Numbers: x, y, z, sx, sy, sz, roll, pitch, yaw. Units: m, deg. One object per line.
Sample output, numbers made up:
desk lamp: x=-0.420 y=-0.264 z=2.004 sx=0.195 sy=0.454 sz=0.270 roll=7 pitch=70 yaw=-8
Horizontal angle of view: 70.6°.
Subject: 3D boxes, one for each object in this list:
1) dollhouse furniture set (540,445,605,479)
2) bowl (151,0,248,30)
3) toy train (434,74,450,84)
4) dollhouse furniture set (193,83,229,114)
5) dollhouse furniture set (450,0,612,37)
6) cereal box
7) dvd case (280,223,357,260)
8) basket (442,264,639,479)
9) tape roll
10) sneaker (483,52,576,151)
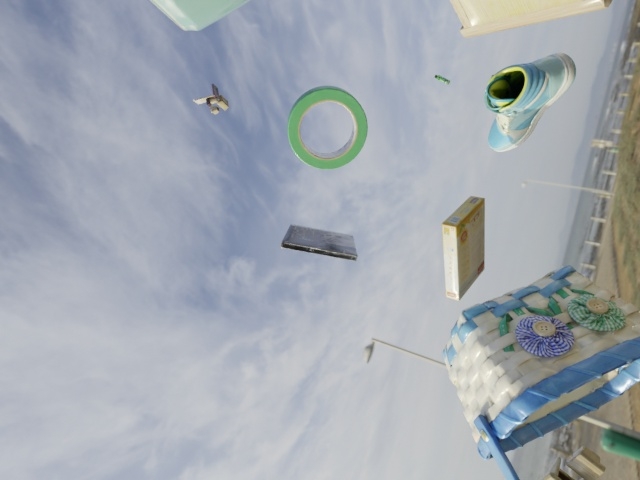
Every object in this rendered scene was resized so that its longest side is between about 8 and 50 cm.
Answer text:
dollhouse furniture set: x=0.377 y=0.309 z=0.533 sx=0.101 sy=0.160 sz=0.182 roll=-29 pitch=-33 yaw=-51
bowl: x=-0.325 y=-0.598 z=1.008 sx=0.163 sy=0.311 sz=0.311 roll=-48 pitch=-29 yaw=5
toy train: x=0.454 y=-0.601 z=1.686 sx=0.023 sy=0.083 sz=0.017 roll=4 pitch=-58 yaw=-27
dollhouse furniture set: x=-0.345 y=-0.421 z=1.433 sx=0.114 sy=0.081 sz=0.091 roll=23 pitch=-124 yaw=-75
dollhouse furniture set: x=0.261 y=-0.470 z=0.478 sx=0.256 sy=0.362 sz=0.394 roll=42 pitch=-105 yaw=-35
cereal box: x=0.398 y=0.022 z=1.246 sx=0.173 sy=0.047 sz=0.241 roll=-36 pitch=-52 yaw=-38
dvd case: x=0.000 y=0.000 z=1.053 sx=0.221 sy=0.164 sz=0.018 roll=-84 pitch=4 yaw=-79
basket: x=0.290 y=0.189 z=0.513 sx=0.254 sy=0.289 sz=0.201 roll=-20 pitch=-34 yaw=-16
tape roll: x=0.026 y=-0.450 z=1.816 sx=0.077 sy=0.320 sz=0.322 roll=-101 pitch=8 yaw=-62
sneaker: x=0.487 y=-0.347 z=1.195 sx=0.208 sy=0.127 sz=0.319 roll=-15 pitch=-28 yaw=-22
